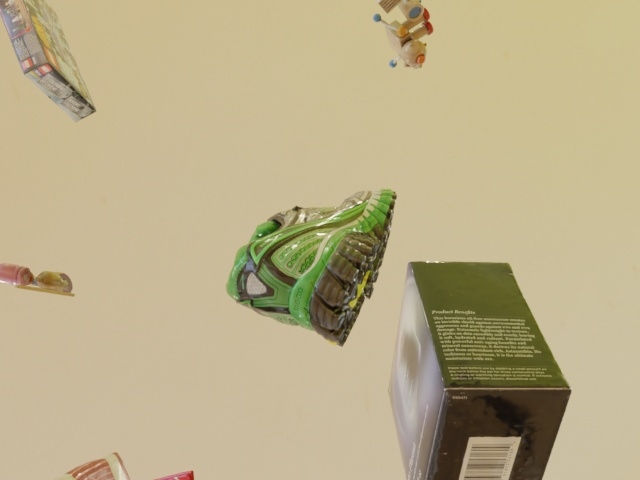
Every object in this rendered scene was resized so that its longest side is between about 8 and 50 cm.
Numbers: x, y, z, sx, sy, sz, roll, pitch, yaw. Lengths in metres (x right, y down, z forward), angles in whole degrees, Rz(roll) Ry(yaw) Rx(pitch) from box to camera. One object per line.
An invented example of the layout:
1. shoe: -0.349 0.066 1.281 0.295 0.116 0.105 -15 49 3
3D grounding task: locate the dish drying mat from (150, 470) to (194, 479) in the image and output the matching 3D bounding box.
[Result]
1. dish drying mat: -0.185 0.297 0.860 0.083 0.008 0.032 -20 -114 20

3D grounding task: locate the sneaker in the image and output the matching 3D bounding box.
1. sneaker: 0.000 0.000 0.829 0.146 0.343 0.134 17 -75 10

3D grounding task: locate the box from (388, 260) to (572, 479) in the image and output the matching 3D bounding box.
1. box: 0.220 0.232 1.119 0.182 0.294 0.296 2 -58 -4

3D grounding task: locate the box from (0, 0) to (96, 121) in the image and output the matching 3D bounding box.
1. box: -0.268 -0.192 0.697 0.027 0.094 0.137 -28 -110 2

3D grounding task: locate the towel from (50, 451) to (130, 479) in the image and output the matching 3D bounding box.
1. towel: -0.266 0.381 0.795 0.037 0.329 0.237 -26 -97 9

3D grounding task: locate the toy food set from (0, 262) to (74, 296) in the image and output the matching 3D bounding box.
1. toy food set: -0.291 0.035 0.720 0.078 0.122 0.019 15 -95 -39

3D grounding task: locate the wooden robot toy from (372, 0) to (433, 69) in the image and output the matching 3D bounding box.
1. wooden robot toy: 0.130 -0.283 1.013 0.076 0.173 0.079 -30 -126 3
